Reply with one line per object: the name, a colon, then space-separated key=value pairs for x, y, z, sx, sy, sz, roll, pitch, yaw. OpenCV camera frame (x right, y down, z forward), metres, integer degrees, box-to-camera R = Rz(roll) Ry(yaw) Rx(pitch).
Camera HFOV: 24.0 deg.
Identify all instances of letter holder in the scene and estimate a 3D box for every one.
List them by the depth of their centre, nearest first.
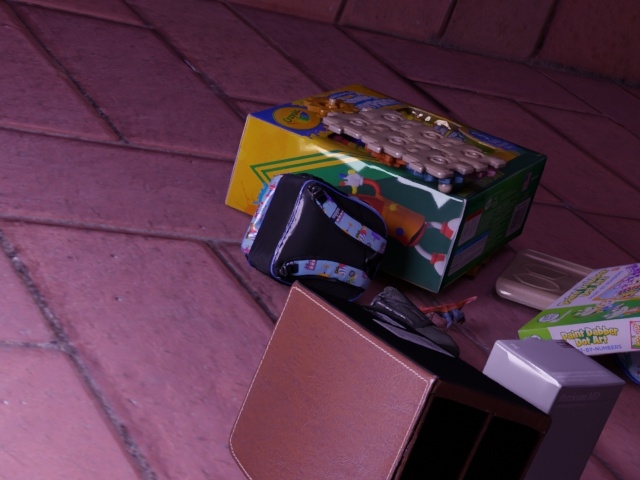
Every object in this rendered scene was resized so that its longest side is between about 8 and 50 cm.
letter holder: x=0.055 y=0.202 z=1.538 sx=0.152 sy=0.214 sz=0.302 roll=21 pitch=5 yaw=-31

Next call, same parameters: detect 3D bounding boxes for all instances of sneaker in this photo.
sneaker: x=0.062 y=0.113 z=1.968 sx=0.227 sy=0.087 sz=0.130 roll=12 pitch=20 yaw=-32

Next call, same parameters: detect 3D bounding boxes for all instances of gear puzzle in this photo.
gear puzzle: x=0.097 y=-0.148 z=2.247 sx=0.339 sy=0.044 sz=0.175 roll=28 pitch=27 yaw=36

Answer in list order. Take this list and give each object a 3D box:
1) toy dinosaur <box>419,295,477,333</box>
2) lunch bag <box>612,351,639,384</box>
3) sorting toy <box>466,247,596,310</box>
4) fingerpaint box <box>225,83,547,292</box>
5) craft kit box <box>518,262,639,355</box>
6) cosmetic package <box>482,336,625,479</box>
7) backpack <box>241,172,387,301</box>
toy dinosaur: x=0.174 y=0.098 z=2.144 sx=0.047 sy=0.090 sz=0.082 roll=16 pitch=-18 yaw=35
lunch bag: x=0.521 y=0.177 z=2.245 sx=0.129 sy=0.096 sz=0.151 roll=10 pitch=33 yaw=-25
sorting toy: x=0.352 y=0.070 z=2.434 sx=0.307 sy=0.041 sz=0.229 roll=18 pitch=18 yaw=12
fingerpaint box: x=0.118 y=-0.103 z=2.424 sx=0.371 sy=0.163 sz=0.445 roll=23 pitch=20 yaw=19
craft kit box: x=0.450 y=0.093 z=2.168 sx=0.247 sy=0.061 sz=0.250 roll=-14 pitch=11 yaw=41
cosmetic package: x=0.210 y=0.226 z=1.593 sx=0.127 sy=0.238 sz=0.107 roll=0 pitch=30 yaw=-45
backpack: x=0.000 y=0.000 z=2.105 sx=0.173 sy=0.158 sz=0.117 roll=23 pitch=-3 yaw=-35
